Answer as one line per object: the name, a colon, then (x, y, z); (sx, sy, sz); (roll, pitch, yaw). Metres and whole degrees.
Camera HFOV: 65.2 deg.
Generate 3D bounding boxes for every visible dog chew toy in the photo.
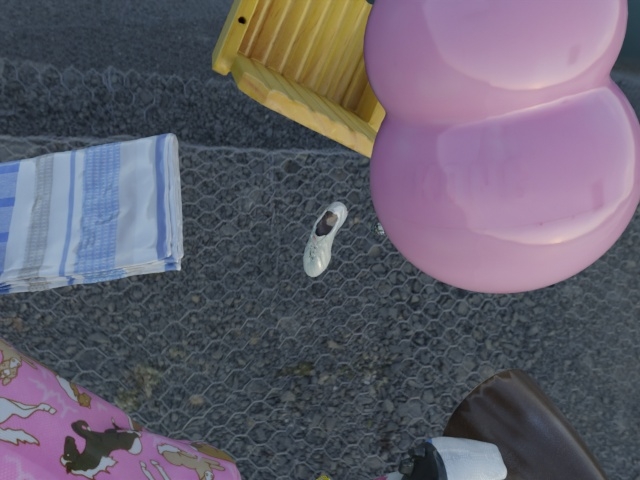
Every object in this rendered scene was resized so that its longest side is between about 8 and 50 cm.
dog chew toy: (0.124, -0.128, 0.371); (0.206, 0.206, 0.332); (-28, 119, -25)

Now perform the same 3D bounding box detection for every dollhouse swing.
dollhouse swing: (0.017, -0.344, 0.906); (0.346, 0.305, 0.315); (22, 95, -24)

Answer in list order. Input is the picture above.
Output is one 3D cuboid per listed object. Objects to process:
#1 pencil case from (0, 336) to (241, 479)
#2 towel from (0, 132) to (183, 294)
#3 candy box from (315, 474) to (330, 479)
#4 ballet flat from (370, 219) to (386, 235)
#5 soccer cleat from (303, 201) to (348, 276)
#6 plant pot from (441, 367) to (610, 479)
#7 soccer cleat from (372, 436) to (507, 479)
pencil case: (-0.239, 0.130, 0.331); (0.386, 0.167, 0.160); (42, 60, -20)
towel: (-0.322, -0.038, 0.661); (0.284, 0.034, 0.210); (-9, 65, 0)
candy box: (0.005, 0.385, 0.554); (0.105, 0.027, 0.206); (-22, 85, -28)
ballet flat: (0.157, -0.030, 0.995); (0.114, 0.041, 0.041); (-9, 71, 1)
soccer cleat: (0.000, 0.000, 1.126); (0.068, 0.196, 0.076); (32, 24, 17)
plant pot: (0.361, 0.374, 0.838); (0.215, 0.216, 0.230); (-17, 34, -22)
soccer cleat: (0.166, 0.400, 0.773); (0.143, 0.331, 0.116); (2, 50, -17)
